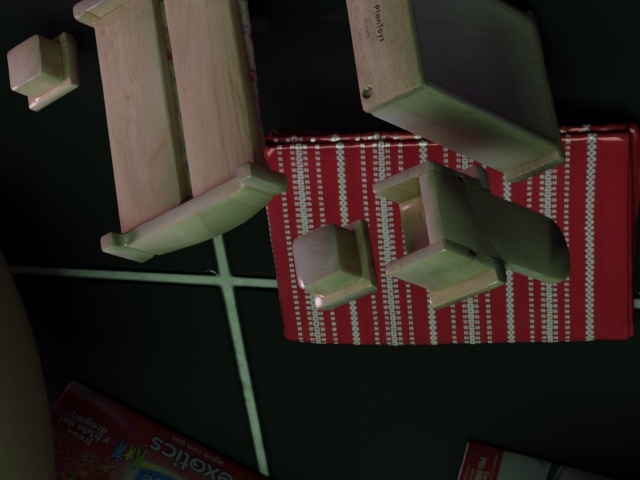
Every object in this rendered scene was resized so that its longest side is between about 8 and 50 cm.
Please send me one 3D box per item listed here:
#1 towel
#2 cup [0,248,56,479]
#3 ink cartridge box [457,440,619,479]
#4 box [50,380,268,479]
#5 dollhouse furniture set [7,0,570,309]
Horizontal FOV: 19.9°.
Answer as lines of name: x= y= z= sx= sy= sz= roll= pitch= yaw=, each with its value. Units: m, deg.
towel: x=0.100 y=-0.003 z=1.357 sx=0.274 sy=0.031 sz=0.199 roll=-1 pitch=126 yaw=8
cup: x=-0.357 y=0.094 z=1.428 sx=0.331 sy=0.237 sz=0.331 roll=5 pitch=163 yaw=2
ink cartridge box: x=0.176 y=0.235 z=1.524 sx=0.135 sy=0.056 sz=0.099 roll=14 pitch=129 yaw=8
box: x=-0.145 y=0.254 z=1.600 sx=0.257 sy=0.123 sz=0.128 roll=28 pitch=130 yaw=-4
dollhouse furniture set: x=-0.027 y=-0.049 z=1.271 sx=0.355 sy=0.303 sz=0.174 roll=-24 pitch=153 yaw=33
